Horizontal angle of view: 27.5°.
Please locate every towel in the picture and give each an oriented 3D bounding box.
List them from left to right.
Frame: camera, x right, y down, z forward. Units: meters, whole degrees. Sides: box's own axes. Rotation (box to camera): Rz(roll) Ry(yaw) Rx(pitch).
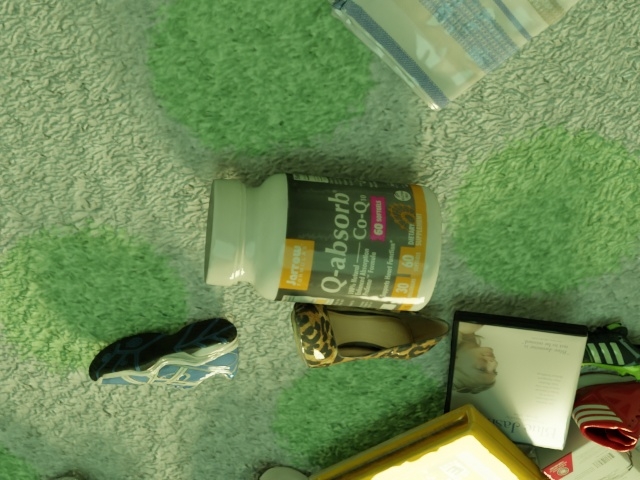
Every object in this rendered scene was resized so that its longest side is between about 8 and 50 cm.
[{"bbox_3d":[0.177,-0.291,1.504,0.285,0.034,0.209,-37,122,20],"label":"towel"}]

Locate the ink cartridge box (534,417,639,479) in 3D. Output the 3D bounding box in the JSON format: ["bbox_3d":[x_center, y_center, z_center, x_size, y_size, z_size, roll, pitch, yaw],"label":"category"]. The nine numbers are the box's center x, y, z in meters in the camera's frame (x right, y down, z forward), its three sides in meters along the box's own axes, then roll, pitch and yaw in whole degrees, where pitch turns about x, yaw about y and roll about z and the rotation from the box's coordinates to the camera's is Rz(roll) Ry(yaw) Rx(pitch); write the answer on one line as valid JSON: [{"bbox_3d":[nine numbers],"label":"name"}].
[{"bbox_3d":[0.412,0.337,1.971,0.109,0.063,0.150,-37,122,20],"label":"ink cartridge box"}]

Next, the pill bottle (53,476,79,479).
[{"bbox_3d":[-0.351,0.445,1.958,0.103,0.103,0.184,-25,125,13],"label":"pill bottle"}]

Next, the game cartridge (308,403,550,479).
[{"bbox_3d":[0.186,0.388,1.962,0.285,0.052,0.324,-28,131,21],"label":"game cartridge"}]

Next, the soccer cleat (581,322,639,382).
[{"bbox_3d":[0.389,0.146,1.839,0.179,0.060,0.072,13,101,-11],"label":"soccer cleat"}]

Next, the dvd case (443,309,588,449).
[{"bbox_3d":[0.269,0.200,1.841,0.180,0.022,0.253,6,134,7],"label":"dvd case"}]

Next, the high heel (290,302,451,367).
[{"bbox_3d":[0.066,0.109,1.704,0.186,0.093,0.261,-13,164,10],"label":"high heel"}]

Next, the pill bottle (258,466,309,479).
[{"bbox_3d":[-0.080,0.438,1.974,0.108,0.108,0.180,19,122,-18],"label":"pill bottle"}]

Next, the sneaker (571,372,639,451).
[{"bbox_3d":[0.469,0.246,1.869,0.221,0.128,0.087,-12,127,5],"label":"sneaker"}]

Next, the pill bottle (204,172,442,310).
[{"bbox_3d":[0.000,0.000,1.624,0.278,0.162,0.162,4,126,-9],"label":"pill bottle"}]

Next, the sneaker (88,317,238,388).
[{"bbox_3d":[-0.211,0.172,1.782,0.211,0.080,0.081,-10,124,4],"label":"sneaker"}]
